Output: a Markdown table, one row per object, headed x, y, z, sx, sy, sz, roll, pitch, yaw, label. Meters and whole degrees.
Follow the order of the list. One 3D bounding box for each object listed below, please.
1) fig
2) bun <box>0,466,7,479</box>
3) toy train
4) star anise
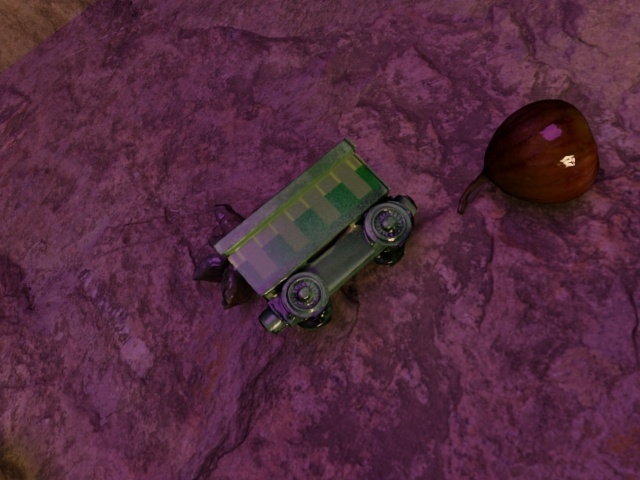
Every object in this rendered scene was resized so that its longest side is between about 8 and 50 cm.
| x | y | z | sx | sy | sz | roll | pitch | yaw | label |
| --- | --- | --- | --- | --- | --- | --- | --- | --- | --- |
| 0.309 | -0.125 | 0.680 | 0.150 | 0.148 | 0.202 | -20 | 12 | -25 | fig |
| -0.676 | 0.501 | 0.772 | 0.365 | 0.202 | 0.364 | -8 | 61 | 14 | bun |
| 0.000 | 0.000 | 0.716 | 0.301 | 0.120 | 0.202 | -41 | 77 | -11 | toy train |
| -0.134 | 0.020 | 0.839 | 0.229 | 0.093 | 0.236 | -31 | 56 | 7 | star anise |
